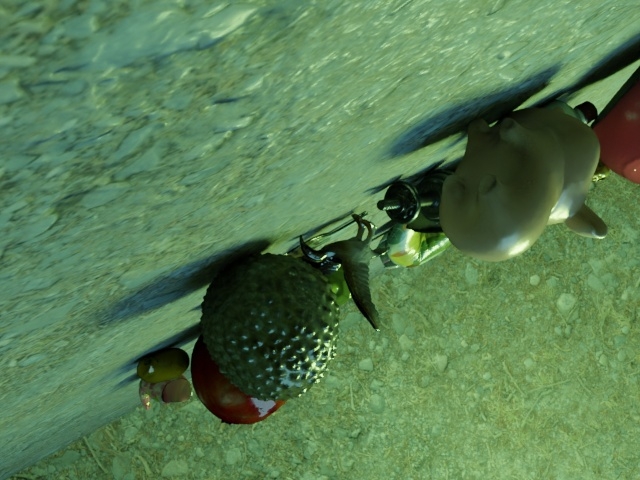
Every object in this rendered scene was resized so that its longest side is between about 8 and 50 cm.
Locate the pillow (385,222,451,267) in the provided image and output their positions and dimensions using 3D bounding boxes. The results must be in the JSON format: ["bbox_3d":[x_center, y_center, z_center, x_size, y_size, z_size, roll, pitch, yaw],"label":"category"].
[{"bbox_3d":[0.266,-0.027,2.171,0.233,0.086,0.214,-25,141,-13],"label":"pillow"}]

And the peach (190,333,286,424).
[{"bbox_3d":[-0.202,0.329,2.145,0.281,0.281,0.338,-26,168,-20],"label":"peach"}]

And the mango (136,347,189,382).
[{"bbox_3d":[-0.394,0.314,2.125,0.098,0.075,0.190,-48,163,17],"label":"mango"}]

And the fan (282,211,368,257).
[{"bbox_3d":[0.000,0.000,1.735,0.226,0.008,0.152,-29,172,8],"label":"fan"}]

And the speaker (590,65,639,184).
[{"bbox_3d":[0.659,-0.252,1.620,0.294,0.294,0.294,-29,173,-4],"label":"speaker"}]

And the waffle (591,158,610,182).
[{"bbox_3d":[0.454,-0.155,1.765,0.291,0.051,0.291,-4,-158,1],"label":"waffle"}]

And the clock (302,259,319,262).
[{"bbox_3d":[-0.085,0.116,1.877,0.237,0.057,0.237,-49,172,-10],"label":"clock"}]

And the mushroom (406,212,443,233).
[{"bbox_3d":[0.324,-0.078,1.845,0.344,0.130,0.247,1,-170,-43],"label":"mushroom"}]

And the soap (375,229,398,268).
[{"bbox_3d":[0.220,0.011,2.295,0.149,0.100,0.056,-31,173,3],"label":"soap"}]

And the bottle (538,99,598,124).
[{"bbox_3d":[0.414,-0.195,1.616,0.245,0.104,0.104,-28,173,-5],"label":"bottle"}]

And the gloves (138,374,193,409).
[{"bbox_3d":[-0.452,0.409,2.431,0.145,0.126,0.241,-31,-157,-28],"label":"gloves"}]

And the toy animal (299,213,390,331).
[{"bbox_3d":[0.036,0.020,1.627,0.160,0.197,0.272,-48,-146,-13],"label":"toy animal"}]

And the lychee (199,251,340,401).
[{"bbox_3d":[-0.090,0.146,1.455,0.255,0.255,0.274,-33,153,29],"label":"lychee"}]

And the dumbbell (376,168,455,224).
[{"bbox_3d":[0.184,-0.074,1.595,0.110,0.110,0.254,-35,165,37],"label":"dumbbell"}]

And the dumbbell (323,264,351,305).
[{"bbox_3d":[-0.009,0.142,2.291,0.302,0.121,0.108,-16,137,-56],"label":"dumbbell"}]

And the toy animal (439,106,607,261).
[{"bbox_3d":[0.330,-0.093,1.411,0.237,0.269,0.326,17,-116,40],"label":"toy animal"}]
